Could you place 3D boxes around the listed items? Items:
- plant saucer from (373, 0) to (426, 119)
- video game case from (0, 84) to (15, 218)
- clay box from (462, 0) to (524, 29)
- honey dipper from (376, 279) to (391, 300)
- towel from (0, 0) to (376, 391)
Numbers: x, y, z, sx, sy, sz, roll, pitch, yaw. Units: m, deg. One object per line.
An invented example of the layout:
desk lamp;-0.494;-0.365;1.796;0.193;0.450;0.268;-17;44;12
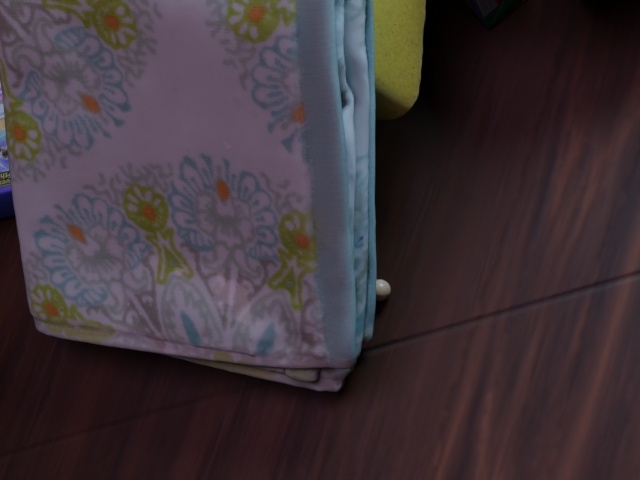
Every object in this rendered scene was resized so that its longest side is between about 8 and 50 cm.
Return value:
plant saucer;-0.062;-0.274;1.145;0.333;0.081;0.332;5;91;38
video game case;-0.347;-0.134;1.310;0.270;0.061;0.244;-11;68;17
clay box;0.085;-0.295;1.166;0.053;0.127;0.222;-39;62;3
honey dipper;0.000;0.000;1.151;0.161;0.030;0.030;40;88;23
towel;-0.112;-0.073;1.079;0.321;0.090;0.374;8;113;23
